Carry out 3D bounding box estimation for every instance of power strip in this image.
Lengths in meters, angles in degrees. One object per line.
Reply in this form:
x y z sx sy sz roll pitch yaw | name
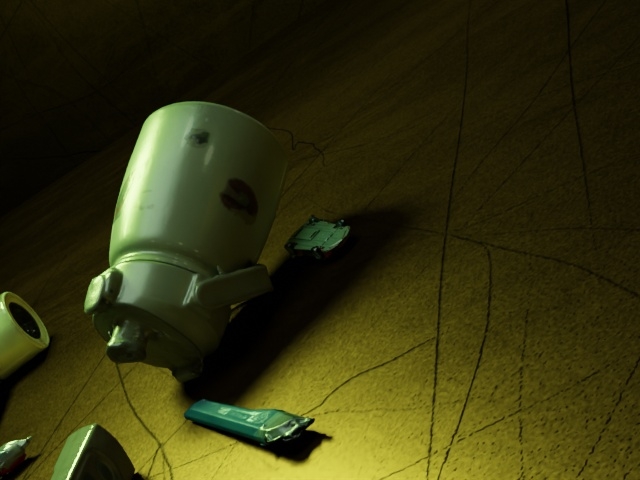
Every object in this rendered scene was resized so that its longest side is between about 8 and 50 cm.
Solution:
-0.265 0.302 1.204 0.048 0.080 0.286 -30 20 23 | power strip

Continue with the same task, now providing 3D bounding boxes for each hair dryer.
-0.579 0.244 1.956 0.203 0.128 0.362 -37 25 5 | hair dryer

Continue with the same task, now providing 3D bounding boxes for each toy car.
0.000 0.000 1.488 0.059 0.035 0.122 -46 27 -20 | toy car

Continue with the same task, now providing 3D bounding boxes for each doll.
-0.446 0.310 1.621 0.114 0.039 0.057 -47 -18 13 | doll

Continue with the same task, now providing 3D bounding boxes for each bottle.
-0.169 0.018 1.482 0.229 0.229 0.351 -23 44 43 | bottle

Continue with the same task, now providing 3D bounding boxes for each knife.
-0.082 0.188 1.209 0.044 0.026 0.296 -43 15 -21 | knife
